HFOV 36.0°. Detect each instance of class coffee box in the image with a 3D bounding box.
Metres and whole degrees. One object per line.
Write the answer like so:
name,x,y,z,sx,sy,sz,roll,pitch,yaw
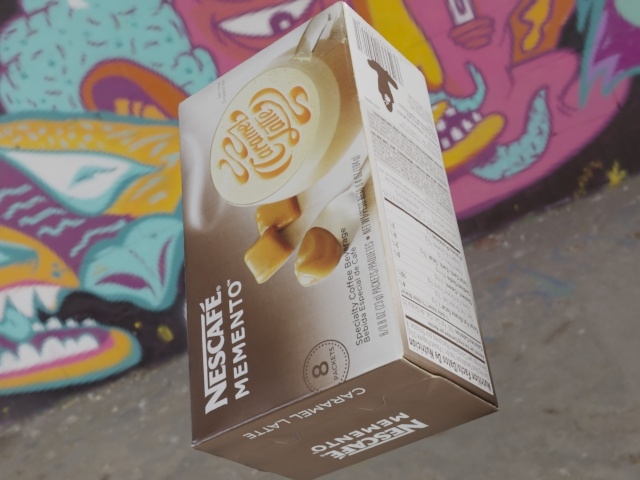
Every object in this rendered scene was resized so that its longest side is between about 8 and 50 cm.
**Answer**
coffee box,0.000,0.000,0.588,0.141,0.098,0.246,-27,52,28
